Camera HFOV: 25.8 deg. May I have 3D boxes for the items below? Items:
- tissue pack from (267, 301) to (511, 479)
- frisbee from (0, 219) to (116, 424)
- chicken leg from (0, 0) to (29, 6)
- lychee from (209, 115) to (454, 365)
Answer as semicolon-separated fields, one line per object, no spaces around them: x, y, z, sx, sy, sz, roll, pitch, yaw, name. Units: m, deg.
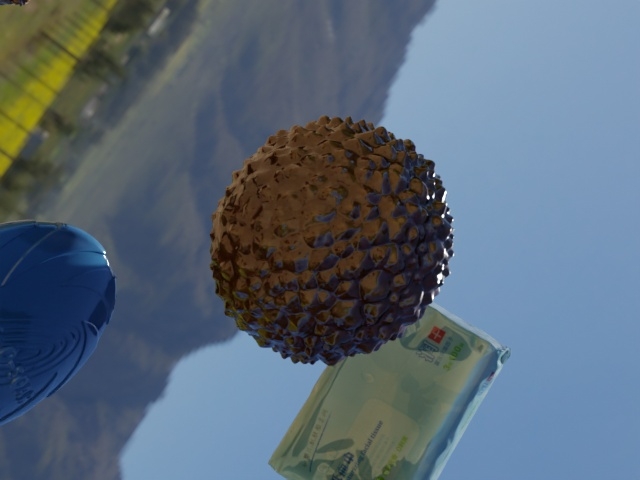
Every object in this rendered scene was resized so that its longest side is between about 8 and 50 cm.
0.078;0.192;1.609;0.263;0.177;0.089;-60;165;3;tissue pack
-0.273;0.087;1.177;0.242;0.242;0.045;-51;-125;10;frisbee
-0.452;-0.280;1.286;0.182;0.409;0.295;73;15;-72;chicken leg
0.000;0.000;1.123;0.238;0.200;0.200;2;-128;46;lychee
